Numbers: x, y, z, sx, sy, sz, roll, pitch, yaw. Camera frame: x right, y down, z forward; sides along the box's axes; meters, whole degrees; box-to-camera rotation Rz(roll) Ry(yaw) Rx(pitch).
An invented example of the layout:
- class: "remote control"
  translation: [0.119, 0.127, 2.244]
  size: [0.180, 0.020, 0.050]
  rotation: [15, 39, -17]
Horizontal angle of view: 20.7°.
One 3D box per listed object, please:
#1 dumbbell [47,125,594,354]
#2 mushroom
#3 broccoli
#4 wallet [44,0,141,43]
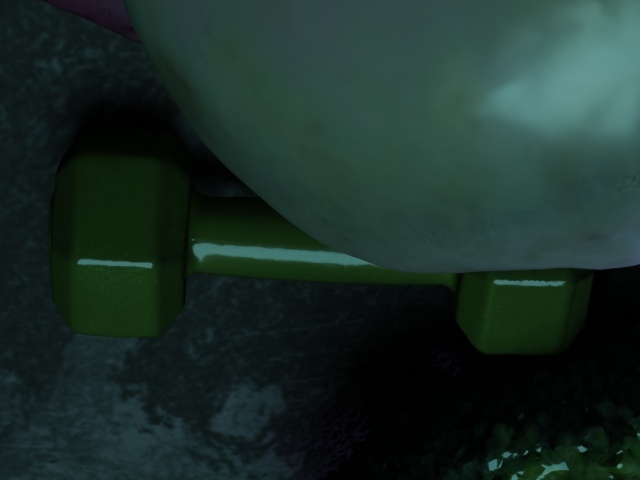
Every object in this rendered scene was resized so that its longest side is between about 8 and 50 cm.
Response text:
- class: "dumbbell"
  translation: [0.000, 0.000, 0.983]
  size: [0.301, 0.121, 0.108]
  rotation: [3, 106, -4]
- class: "mushroom"
  translation: [0.104, -0.161, 0.685]
  size: [0.353, 0.353, 0.325]
  rotation: [23, 146, -22]
- class: "broccoli"
  translation: [0.141, 0.185, 1.040]
  size: [0.317, 0.277, 0.338]
  rotation: [33, 103, 15]
- class: "wallet"
  translation: [-0.152, -0.177, 0.864]
  size: [0.232, 0.025, 0.119]
  rotation: [22, 130, -21]
